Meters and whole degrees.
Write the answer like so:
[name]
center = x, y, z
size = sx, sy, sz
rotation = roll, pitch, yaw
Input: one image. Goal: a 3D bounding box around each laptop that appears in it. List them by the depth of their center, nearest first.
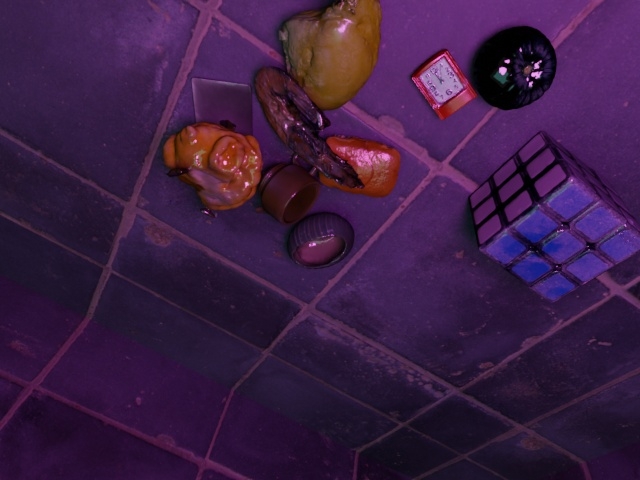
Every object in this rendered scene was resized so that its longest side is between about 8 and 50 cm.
[laptop]
center = -0.306, -0.373, 1.378
size = 0.188, 0.015, 0.269
rotation = 9, 127, 5

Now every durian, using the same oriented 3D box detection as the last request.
[durian]
center = 0.029, -0.488, 1.123
size = 0.256, 0.204, 0.339
rotation = 17, 138, 25

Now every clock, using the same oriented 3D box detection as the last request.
[clock]
center = 0.334, -0.425, 1.178
size = 0.113, 0.061, 0.155
rotation = -32, 111, 30

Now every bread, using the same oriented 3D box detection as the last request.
[bread]
center = 0.119, -0.231, 1.328
size = 0.246, 0.121, 0.174
rotation = 15, 129, 6

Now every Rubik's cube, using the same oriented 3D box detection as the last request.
[Rubik's cube]
center = 0.645, -0.067, 1.226
size = 0.305, 0.303, 0.301
rotation = 33, 125, -14

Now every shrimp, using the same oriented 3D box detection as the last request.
[shrimp]
center = -0.030, -0.307, 1.193
size = 0.445, 0.085, 0.272
rotation = 48, 163, 12

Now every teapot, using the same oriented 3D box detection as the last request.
[teapot]
center = -0.112, -0.178, 1.394
size = 0.175, 0.185, 0.267
rotation = 41, 103, 16

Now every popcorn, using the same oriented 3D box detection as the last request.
[popcorn]
center = -0.321, -0.244, 1.323
size = 0.297, 0.280, 0.316
rotation = 22, 162, -8

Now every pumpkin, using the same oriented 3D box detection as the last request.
[pumpkin]
center = 0.486, -0.430, 1.091
size = 0.202, 0.140, 0.202
rotation = -3, 114, -7

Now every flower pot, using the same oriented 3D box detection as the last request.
[flower pot]
center = 0.000, 0.000, 1.502
size = 0.243, 0.157, 0.189
rotation = -17, 119, 24
